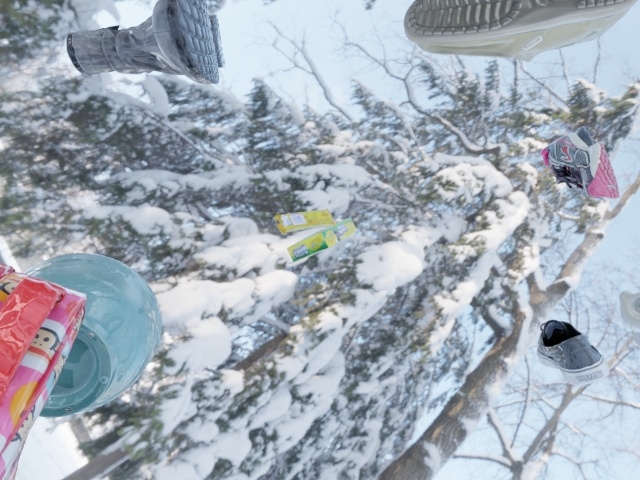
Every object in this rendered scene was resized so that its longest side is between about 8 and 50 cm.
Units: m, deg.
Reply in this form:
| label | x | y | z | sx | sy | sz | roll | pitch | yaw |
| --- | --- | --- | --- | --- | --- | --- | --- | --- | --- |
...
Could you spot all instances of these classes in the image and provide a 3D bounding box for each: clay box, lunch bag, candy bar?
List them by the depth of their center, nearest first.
| label | x | y | z | sx | sy | sz | roll | pitch | yaw |
| --- | --- | --- | --- | --- | --- | --- | --- | --- | --- |
| lunch bag | -0.282 | 0.146 | 0.362 | 0.120 | 0.258 | 0.293 | 28 | 8 | -21 |
| candy bar | -0.023 | -0.038 | 0.860 | 0.018 | 0.161 | 0.040 | -34 | -104 | 37 |
| clay box | 0.000 | 0.000 | 1.317 | 0.127 | 0.222 | 0.053 | -24 | -88 | 31 |

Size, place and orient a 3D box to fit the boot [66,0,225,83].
| label | x | y | z | sx | sy | sz | roll | pitch | yaw |
| --- | --- | --- | --- | --- | --- | --- | --- | --- | --- |
| boot | -0.266 | -0.281 | 0.686 | 0.338 | 0.222 | 0.118 | -112 | -164 | -72 |

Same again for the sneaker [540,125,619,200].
| label | x | y | z | sx | sy | sz | roll | pitch | yaw |
| --- | --- | --- | --- | --- | --- | --- | --- | --- | --- |
| sneaker | 0.584 | -0.159 | 1.048 | 0.111 | 0.299 | 0.121 | -22 | -72 | 25 |

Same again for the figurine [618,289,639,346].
| label | x | y | z | sx | sy | sz | roll | pitch | yaw |
| --- | --- | --- | --- | --- | --- | --- | --- | --- | --- |
| figurine | 0.651 | 0.213 | 0.871 | 0.209 | 0.092 | 0.215 | 44 | 26 | -45 |

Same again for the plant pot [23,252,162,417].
| label | x | y | z | sx | sy | sz | roll | pitch | yaw |
| --- | --- | --- | --- | --- | --- | --- | --- | --- | --- |
| plant pot | -0.442 | 0.184 | 0.819 | 0.196 | 0.292 | 0.293 | -145 | -145 | -73 |

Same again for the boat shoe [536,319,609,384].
| label | x | y | z | sx | sy | sz | roll | pitch | yaw |
| --- | --- | --- | --- | --- | --- | --- | --- | --- | --- |
| boat shoe | 0.382 | 0.163 | 0.736 | 0.080 | 0.228 | 0.076 | -25 | -98 | 16 |

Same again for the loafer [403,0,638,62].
| label | x | y | z | sx | sy | sz | roll | pitch | yaw |
| --- | --- | --- | --- | --- | --- | --- | --- | --- | --- |
| loafer | 0.241 | -0.272 | 0.582 | 0.268 | 0.102 | 0.092 | 1 | -20 | 18 |
